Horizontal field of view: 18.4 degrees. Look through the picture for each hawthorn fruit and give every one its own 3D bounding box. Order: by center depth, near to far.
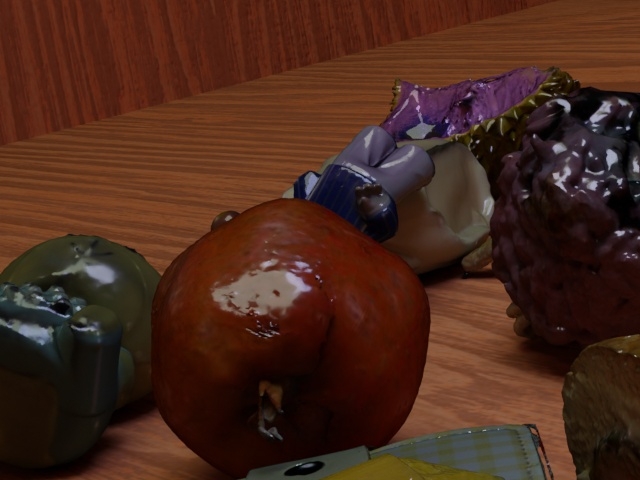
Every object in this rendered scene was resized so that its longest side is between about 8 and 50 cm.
[{"bbox_3d":[-0.029,0.088,1.420,0.211,0.211,0.299,-8,16,9],"label":"hawthorn fruit"}]

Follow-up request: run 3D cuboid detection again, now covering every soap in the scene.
[{"bbox_3d":[0.025,0.154,1.159,0.168,0.033,0.089,-21,22,-24],"label":"soap"}]

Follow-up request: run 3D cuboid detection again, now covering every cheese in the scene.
[{"bbox_3d":[0.050,-0.025,2.067,0.233,0.127,0.266,-10,7,21],"label":"cheese"}]

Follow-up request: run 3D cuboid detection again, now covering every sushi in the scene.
[{"bbox_3d":[0.284,-0.021,1.639,0.270,0.171,0.236,-13,39,-26],"label":"sushi"}]

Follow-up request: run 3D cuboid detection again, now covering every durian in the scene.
[{"bbox_3d":[0.192,-0.101,2.228,0.260,0.186,0.153,-20,34,54],"label":"durian"}]

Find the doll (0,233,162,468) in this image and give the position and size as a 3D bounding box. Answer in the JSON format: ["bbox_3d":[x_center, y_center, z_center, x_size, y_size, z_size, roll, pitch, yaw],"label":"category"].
[{"bbox_3d":[-0.218,0.086,1.681,0.177,0.161,0.260,12,19,10],"label":"doll"}]

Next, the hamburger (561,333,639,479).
[{"bbox_3d":[0.284,0.118,1.122,0.209,0.162,0.330,-15,8,-16],"label":"hamburger"}]

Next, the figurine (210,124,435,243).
[{"bbox_3d":[0.011,0.003,1.846,0.274,0.133,0.194,-28,61,-21],"label":"figurine"}]

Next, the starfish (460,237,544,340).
[{"bbox_3d":[0.303,-0.005,1.893,0.432,0.082,0.324,-17,17,-21],"label":"starfish"}]

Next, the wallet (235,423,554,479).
[{"bbox_3d":[-0.002,0.194,1.235,0.310,0.077,0.223,-10,15,4],"label":"wallet"}]
